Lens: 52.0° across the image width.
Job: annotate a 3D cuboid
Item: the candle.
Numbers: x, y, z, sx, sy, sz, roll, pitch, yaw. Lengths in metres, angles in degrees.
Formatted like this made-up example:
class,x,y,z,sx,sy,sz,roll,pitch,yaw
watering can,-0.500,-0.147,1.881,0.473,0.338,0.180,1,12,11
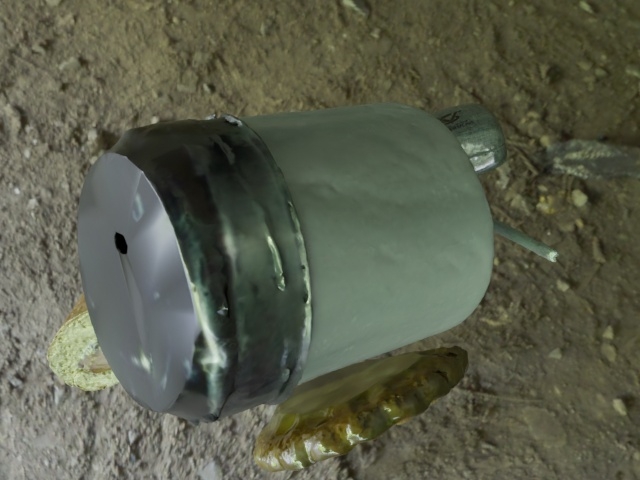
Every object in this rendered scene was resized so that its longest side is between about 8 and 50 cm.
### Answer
class,x,y,z,sx,sy,sz,roll,pitch,yaw
candle,0.000,0.000,0.536,0.343,0.221,0.221,-13,65,-34

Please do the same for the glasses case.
class,x,y,z,sx,sy,sz,roll,pitch,yaw
glasses case,0.086,-0.097,0.900,0.323,0.074,0.131,-19,27,7

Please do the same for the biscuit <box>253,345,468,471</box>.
class,x,y,z,sx,sy,sz,roll,pitch,yaw
biscuit,0.056,0.227,0.934,0.335,0.329,0.078,-22,87,-16

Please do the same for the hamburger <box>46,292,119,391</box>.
class,x,y,z,sx,sy,sz,roll,pitch,yaw
hamburger,-0.293,0.099,1.108,0.330,0.162,0.209,-28,30,6
